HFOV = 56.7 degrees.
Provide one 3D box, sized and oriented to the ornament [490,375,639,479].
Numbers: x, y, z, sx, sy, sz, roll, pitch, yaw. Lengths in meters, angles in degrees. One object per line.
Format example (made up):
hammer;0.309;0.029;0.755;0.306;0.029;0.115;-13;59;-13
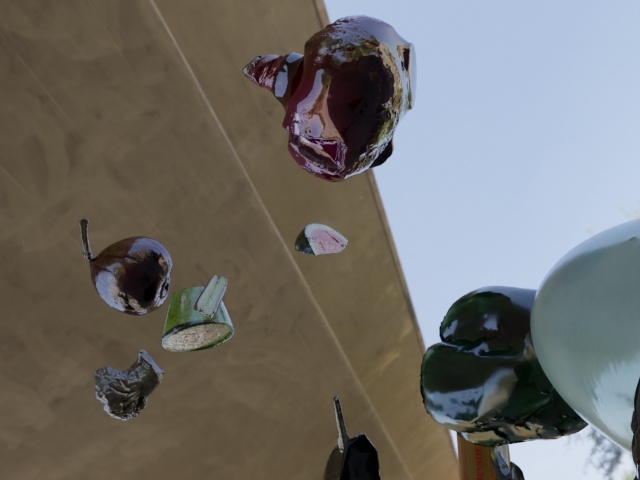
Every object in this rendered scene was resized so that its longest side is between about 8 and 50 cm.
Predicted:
ornament;0.198;0.169;0.418;0.236;0.080;0.202;118;161;-72

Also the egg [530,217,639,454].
egg;0.324;0.086;0.536;0.230;0.230;0.371;-46;4;-4

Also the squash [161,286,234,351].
squash;-0.292;0.188;1.409;0.170;0.123;0.170;-7;-33;-5

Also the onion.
onion;0.009;-0.361;1.454;0.398;0.420;0.398;-48;-29;-38

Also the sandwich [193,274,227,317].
sandwich;-0.155;0.087;0.823;0.083;0.030;0.044;-70;5;-58

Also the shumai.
shumai;-0.552;0.418;1.731;0.175;0.166;0.206;-31;-25;-3

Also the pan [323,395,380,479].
pan;0.037;0.310;0.852;0.128;0.048;0.202;-2;-93;-63

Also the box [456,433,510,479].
box;0.333;0.457;1.183;0.076;0.174;0.274;-8;-30;20

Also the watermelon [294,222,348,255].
watermelon;-0.001;0.006;1.685;0.063;0.119;0.245;-60;-17;18

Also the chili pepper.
chili pepper;0.304;0.200;0.935;0.233;0.256;0.249;34;-117;-20

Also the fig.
fig;-0.495;0.081;1.456;0.249;0.186;0.204;13;-45;-3
